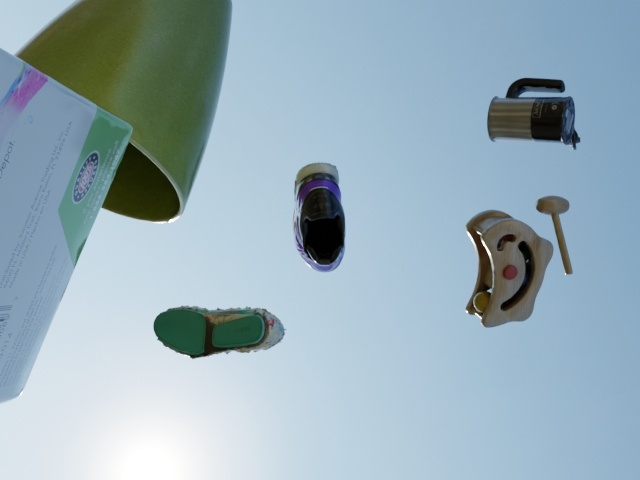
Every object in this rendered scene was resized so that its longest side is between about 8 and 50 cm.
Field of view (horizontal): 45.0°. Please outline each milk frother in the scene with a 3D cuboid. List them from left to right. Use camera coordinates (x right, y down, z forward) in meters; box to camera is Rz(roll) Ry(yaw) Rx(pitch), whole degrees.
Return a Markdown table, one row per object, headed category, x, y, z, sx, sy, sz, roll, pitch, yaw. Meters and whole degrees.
| category | x | y | z | sx | sy | sz | roll | pitch | yaw |
| --- | --- | --- | --- | --- | --- | --- | --- | --- | --- |
| milk frother | 0.389 | -0.207 | 1.388 | 0.134 | 0.143 | 0.129 | 8 | -129 | 31 |

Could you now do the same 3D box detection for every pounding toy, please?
| category | x | y | z | sx | sy | sz | roll | pitch | yaw |
| --- | --- | --- | --- | --- | --- | --- | --- | --- | --- |
| pounding toy | 0.355 | 0.038 | 1.422 | 0.155 | 0.154 | 0.270 | -133 | -124 | -66 |

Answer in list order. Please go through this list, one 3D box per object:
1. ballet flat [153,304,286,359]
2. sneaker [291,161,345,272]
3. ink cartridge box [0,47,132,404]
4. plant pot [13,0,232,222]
| category | x | y | z | sx | sy | sz | roll | pitch | yaw |
| --- | --- | --- | --- | --- | --- | --- | --- | --- | --- |
| ballet flat | -0.160 | 0.150 | 1.246 | 0.241 | 0.077 | 0.091 | 0 | -100 | 31 |
| sneaker | -0.001 | 0.000 | 1.463 | 0.293 | 0.102 | 0.146 | 83 | -2 | -53 |
| ink cartridge box | -0.230 | -0.014 | 0.352 | 0.119 | 0.353 | 0.207 | 23 | -91 | 5 |
| plant pot | -0.235 | -0.219 | 0.995 | 0.274 | 0.275 | 0.293 | -3 | -125 | 47 |
